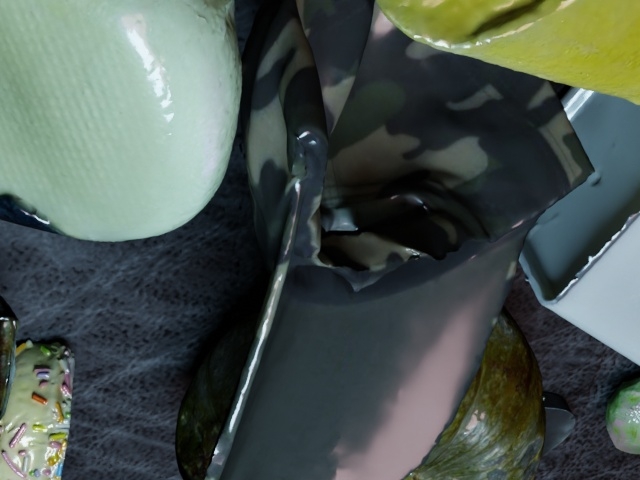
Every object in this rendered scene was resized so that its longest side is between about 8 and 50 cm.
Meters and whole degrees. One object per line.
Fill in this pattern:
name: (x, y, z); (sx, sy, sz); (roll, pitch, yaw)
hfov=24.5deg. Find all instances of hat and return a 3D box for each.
hat: (0.000, 0.000, 1.044); (0.381, 0.257, 0.366); (-50, 147, 19)

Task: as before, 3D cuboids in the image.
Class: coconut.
coconut: (0.323, 0.172, 1.464); (0.083, 0.081, 0.082); (-19, 121, 8)

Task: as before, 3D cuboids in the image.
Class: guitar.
guitar: (0.177, 0.243, 1.507); (0.088, 0.025, 0.233); (8, 126, -27)

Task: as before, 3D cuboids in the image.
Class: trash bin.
trash bin: (0.347, 0.025, 1.212); (0.368, 0.296, 0.256); (26, 118, -29)

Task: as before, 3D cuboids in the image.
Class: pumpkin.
pumpkin: (0.058, 0.140, 1.229); (0.325, 0.242, 0.232); (1, 138, -27)

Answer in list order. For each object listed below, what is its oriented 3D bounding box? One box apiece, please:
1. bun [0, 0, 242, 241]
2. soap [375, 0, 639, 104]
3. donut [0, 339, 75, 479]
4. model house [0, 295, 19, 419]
bun: (-0.165, -0.142, 0.934); (0.283, 0.179, 0.283); (15, 135, 16)
soap: (0.248, -0.240, 1.009); (0.427, 0.115, 0.306); (1, 109, -34)
donut: (-0.247, 0.174, 1.236); (0.065, 0.108, 0.166); (10, 129, -13)
model house: (-0.322, 0.095, 1.138); (0.152, 0.106, 0.165); (0, 125, -23)
